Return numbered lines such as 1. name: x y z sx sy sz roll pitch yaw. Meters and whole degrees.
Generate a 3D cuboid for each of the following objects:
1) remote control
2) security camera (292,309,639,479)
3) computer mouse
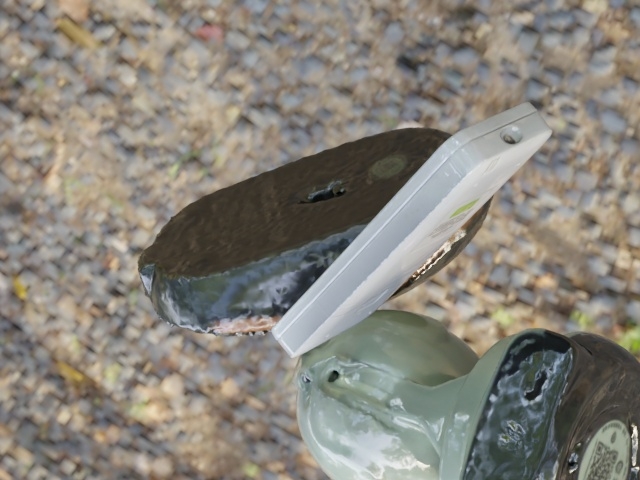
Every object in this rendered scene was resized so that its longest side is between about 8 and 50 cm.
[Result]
1. remote control: 0.059 -0.003 1.078 0.034 0.103 0.250 53 135 11
2. security camera: 0.104 0.148 1.217 0.277 0.197 0.191 13 171 36
3. computer mouse: 0.002 0.004 1.360 0.323 0.183 0.116 -19 117 4
